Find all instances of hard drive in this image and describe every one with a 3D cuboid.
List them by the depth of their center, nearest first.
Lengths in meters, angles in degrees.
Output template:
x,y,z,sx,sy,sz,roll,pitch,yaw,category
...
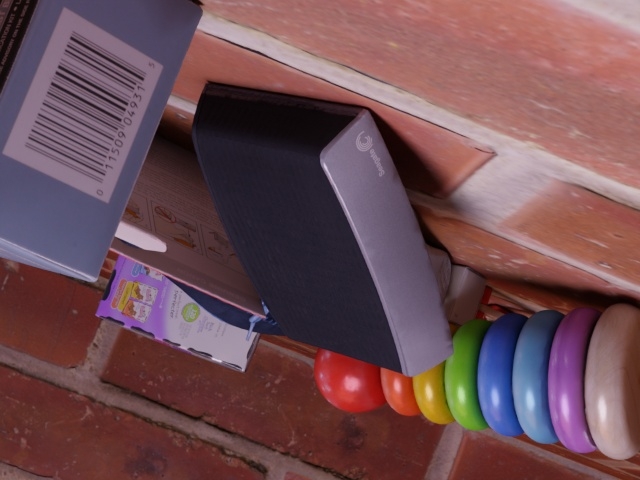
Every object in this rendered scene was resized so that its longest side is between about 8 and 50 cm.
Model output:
x,y,z,sx,sy,sz,roll,pitch,yaw,category
0.000,0.000,0.956,0.172,0.054,0.255,14,142,36,hard drive

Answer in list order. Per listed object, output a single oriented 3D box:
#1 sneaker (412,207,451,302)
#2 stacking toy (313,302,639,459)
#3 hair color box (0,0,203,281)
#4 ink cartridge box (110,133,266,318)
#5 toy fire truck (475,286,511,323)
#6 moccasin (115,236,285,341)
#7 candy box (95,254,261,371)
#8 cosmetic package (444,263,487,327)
x,y,z,sx,sy,sz,roll,pitch,yaw,category
0.019,0.013,1.133,0.151,0.094,0.256,11,170,20,sneaker
0.141,0.124,1.180,0.330,0.141,0.141,1,161,28,stacking toy
-0.261,-0.101,0.848,0.374,0.185,0.113,10,166,47,hair color box
-0.186,-0.035,1.070,0.275,0.060,0.239,26,-154,-27,ink cartridge box
0.207,0.098,1.364,0.192,0.047,0.135,22,169,-10,toy fire truck
-0.097,0.024,1.344,0.342,0.138,0.116,27,164,-35,moccasin
-0.154,0.054,1.531,0.196,0.165,0.070,21,171,2,candy box
0.109,0.051,1.279,0.115,0.060,0.041,13,169,45,cosmetic package
